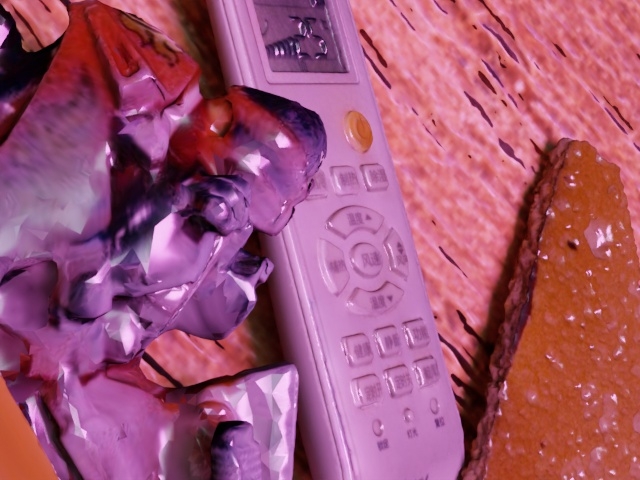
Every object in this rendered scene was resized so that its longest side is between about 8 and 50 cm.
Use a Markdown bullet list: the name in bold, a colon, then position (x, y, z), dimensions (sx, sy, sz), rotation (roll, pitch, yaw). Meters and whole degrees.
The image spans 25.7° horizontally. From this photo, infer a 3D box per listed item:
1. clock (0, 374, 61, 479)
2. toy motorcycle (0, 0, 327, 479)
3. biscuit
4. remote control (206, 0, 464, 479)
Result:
- **clock**: position (-0.247, 0.149, 0.453), dimensions (0.317, 0.244, 0.200), rotation (-23, 89, 1)
- **toy motorcycle**: position (-0.078, 0.064, 0.632), dimensions (0.207, 0.134, 0.401), rotation (-13, 92, -12)
- **biscuit**: position (0.154, 0.067, 0.807), dimensions (0.131, 0.026, 0.237), rotation (33, 60, -28)
- **remote control**: position (0.000, 0.000, 0.730), dimensions (0.109, 0.055, 0.313), rotation (-7, 82, -54)
